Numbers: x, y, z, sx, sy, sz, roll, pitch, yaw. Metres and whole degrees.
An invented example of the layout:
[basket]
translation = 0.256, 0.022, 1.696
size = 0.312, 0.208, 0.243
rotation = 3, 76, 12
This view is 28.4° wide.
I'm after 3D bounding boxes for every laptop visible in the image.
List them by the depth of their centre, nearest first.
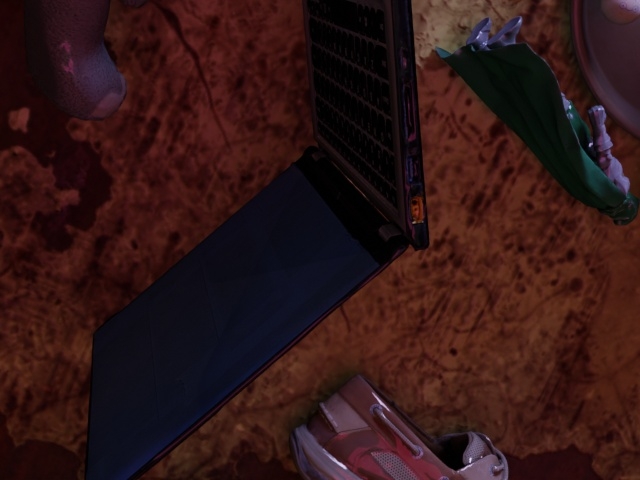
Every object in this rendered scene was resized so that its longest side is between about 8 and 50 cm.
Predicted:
[laptop]
translation = -0.079, -0.079, 0.924
size = 0.236, 0.382, 0.408
rotation = -7, 104, -8

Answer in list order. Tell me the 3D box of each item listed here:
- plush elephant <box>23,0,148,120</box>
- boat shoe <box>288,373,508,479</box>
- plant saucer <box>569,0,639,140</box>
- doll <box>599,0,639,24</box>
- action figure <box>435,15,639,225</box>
[plush elephant]
translation = -0.148, -0.311, 0.947
size = 0.255, 0.272, 0.330
rotation = -26, 146, -37
[boat shoe]
translation = 0.127, 0.237, 1.171
size = 0.324, 0.123, 0.116
rotation = 34, 94, -16
[plant saucer]
translation = 0.353, -0.215, 1.140
size = 0.277, 0.041, 0.278
rotation = -2, 104, -8
[doll]
translation = 0.273, -0.277, 1.068
size = 0.129, 0.046, 0.189
rotation = 6, 108, -20
[action figure]
translation = 0.212, -0.097, 1.117
size = 0.063, 0.137, 0.232
rotation = -46, 115, -9
